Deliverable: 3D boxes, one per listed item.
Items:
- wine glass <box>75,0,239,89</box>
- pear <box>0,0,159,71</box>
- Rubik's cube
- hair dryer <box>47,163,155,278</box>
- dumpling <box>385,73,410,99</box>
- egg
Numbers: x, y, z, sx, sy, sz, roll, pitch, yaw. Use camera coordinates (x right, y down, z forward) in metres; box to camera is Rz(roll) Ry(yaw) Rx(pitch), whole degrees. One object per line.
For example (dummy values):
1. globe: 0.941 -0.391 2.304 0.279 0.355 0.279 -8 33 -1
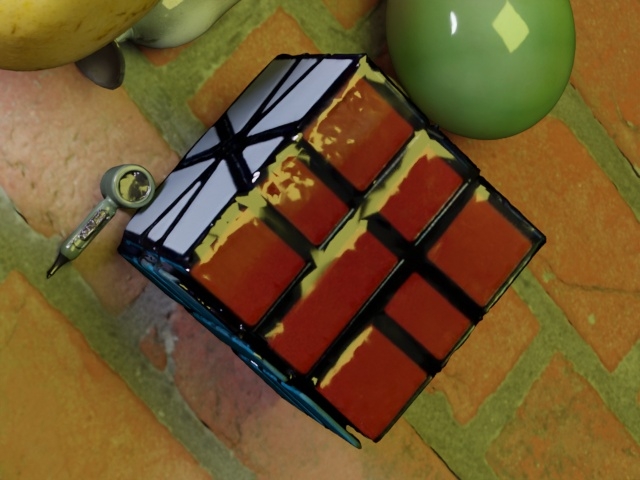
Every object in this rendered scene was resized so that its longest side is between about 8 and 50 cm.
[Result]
1. wine glass: -0.171 -0.253 1.740 0.222 0.103 0.103 -37 101 -33
2. pear: -0.289 -0.331 1.523 0.348 0.348 0.348 8 76 -32
3. Rubik's cube: 0.000 0.000 1.640 0.293 0.288 0.283 -48 109 -10
4. hair dryer: -0.234 -0.016 1.676 0.047 0.071 0.150 41 78 -15
5. dumpling: 0.034 -0.129 1.846 0.176 0.092 0.150 23 73 -20
6. egg: 0.185 -0.251 1.898 0.220 0.220 0.270 -9 73 -34
